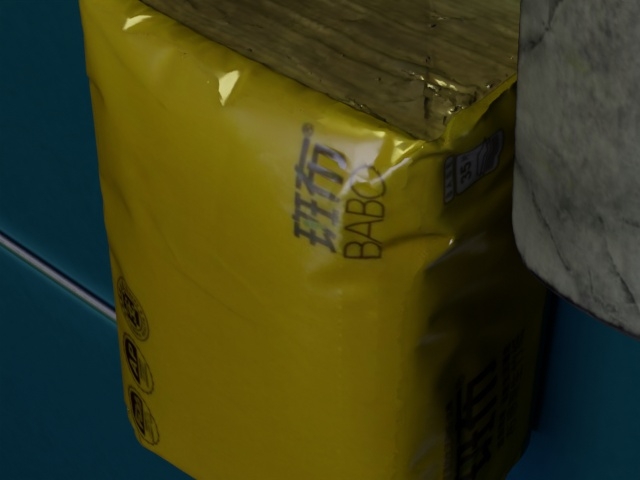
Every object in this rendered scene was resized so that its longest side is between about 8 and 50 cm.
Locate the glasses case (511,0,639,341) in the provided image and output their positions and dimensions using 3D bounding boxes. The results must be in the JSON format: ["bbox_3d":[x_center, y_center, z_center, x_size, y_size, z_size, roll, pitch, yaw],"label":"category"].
[{"bbox_3d":[0.120,-0.107,0.588,0.114,0.060,0.299,29,132,41],"label":"glasses case"}]

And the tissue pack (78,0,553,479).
[{"bbox_3d":[0.000,0.000,0.798,0.192,0.134,0.271,29,140,29],"label":"tissue pack"}]
